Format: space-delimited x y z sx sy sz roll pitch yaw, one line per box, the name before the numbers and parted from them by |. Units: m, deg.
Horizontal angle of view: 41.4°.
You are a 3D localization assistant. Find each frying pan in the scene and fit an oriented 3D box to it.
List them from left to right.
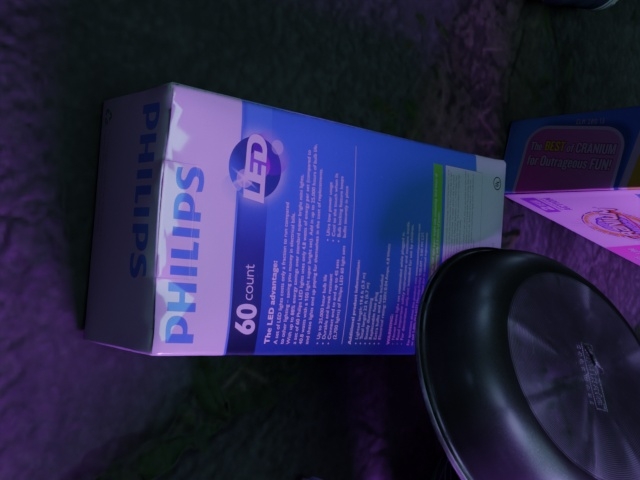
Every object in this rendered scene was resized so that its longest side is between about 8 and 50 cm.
frying pan | 0.190 0.123 0.515 0.326 0.053 0.197 36 45 -14

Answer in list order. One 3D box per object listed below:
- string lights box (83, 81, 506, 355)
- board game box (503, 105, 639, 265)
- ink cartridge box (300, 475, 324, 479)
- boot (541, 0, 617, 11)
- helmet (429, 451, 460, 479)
string lights box | 0.000 0.000 0.506 0.259 0.076 0.134 7 86 -40
board game box | 0.333 -0.033 0.631 0.242 0.316 0.064 21 77 -39
ink cartridge box | 0.011 0.263 0.468 0.092 0.160 0.219 47 63 -32
boot | 0.208 -0.283 0.678 0.086 0.069 0.190 -14 101 -45
helmet | 0.148 0.200 0.583 0.169 0.161 0.170 -5 100 -26
